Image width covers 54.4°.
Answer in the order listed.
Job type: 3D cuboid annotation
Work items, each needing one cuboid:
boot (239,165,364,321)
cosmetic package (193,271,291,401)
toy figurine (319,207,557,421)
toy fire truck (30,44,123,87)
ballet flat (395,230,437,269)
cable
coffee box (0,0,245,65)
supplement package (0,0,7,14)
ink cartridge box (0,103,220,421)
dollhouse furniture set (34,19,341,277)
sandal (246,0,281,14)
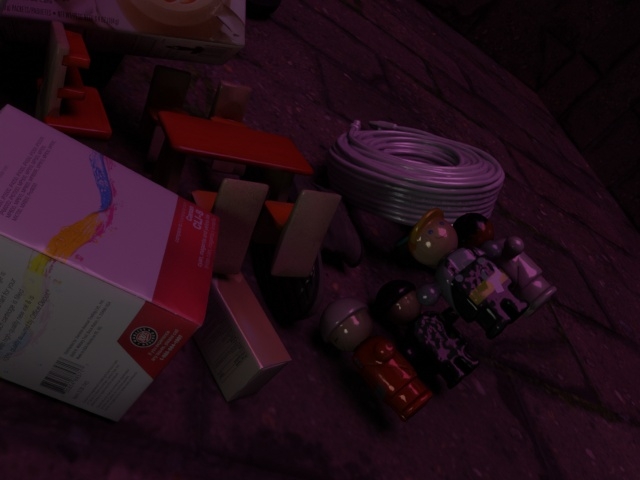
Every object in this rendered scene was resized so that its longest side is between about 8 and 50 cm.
[{"bbox_3d":[0.000,0.000,0.747,0.161,0.083,0.246,25,35,-39],"label":"boot"},{"bbox_3d":[-0.081,0.078,0.561,0.041,0.060,0.115,-4,56,-51],"label":"cosmetic package"},{"bbox_3d":[0.127,0.067,0.678,0.148,0.209,0.213,49,29,21],"label":"toy figurine"},{"bbox_3d":[-0.214,-0.322,0.726,0.158,0.246,0.217,30,32,-21],"label":"toy fire truck"},{"bbox_3d":[0.198,-0.010,0.986,0.096,0.095,0.280,55,30,-3],"label":"ballet flat"},{"bbox_3d":[0.133,-0.096,0.912,0.257,0.089,0.257,16,25,16],"label":"cable"},{"bbox_3d":[-0.202,-0.260,0.601,0.247,0.141,0.098,1,3,-23],"label":"coffee box"},{"bbox_3d":[-0.355,-0.166,0.407,0.203,0.194,0.149,-6,56,-52],"label":"supplement package"},{"bbox_3d":[-0.184,0.018,0.444,0.176,0.128,0.127,30,32,-23],"label":"ink cartridge box"},{"bbox_3d":[-0.130,-0.101,0.598,0.259,0.135,0.262,6,31,-32],"label":"dollhouse furniture set"},{"bbox_3d":[-0.217,-0.527,1.128,0.446,0.107,0.167,2,49,-50],"label":"sandal"}]
